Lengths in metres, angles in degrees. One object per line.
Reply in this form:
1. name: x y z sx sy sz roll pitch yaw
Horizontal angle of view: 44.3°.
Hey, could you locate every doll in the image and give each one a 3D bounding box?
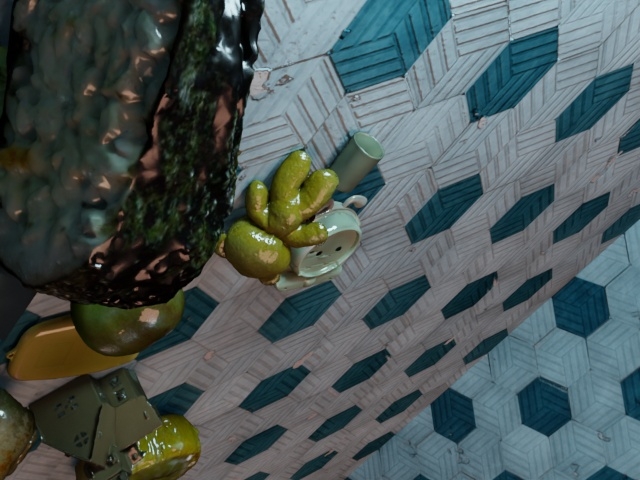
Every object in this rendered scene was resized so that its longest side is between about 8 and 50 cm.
1. doll: -0.059 -0.035 1.146 0.137 0.097 0.209 34 107 -21

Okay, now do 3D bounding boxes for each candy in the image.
1. candy: -0.368 0.448 1.592 0.260 0.118 0.260 -24 156 -11

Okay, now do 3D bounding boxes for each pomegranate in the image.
1. pomegranate: -0.275 0.068 1.040 0.152 0.131 0.191 -33 132 11

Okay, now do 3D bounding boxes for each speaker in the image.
1. speaker: -0.413 0.043 0.884 0.082 0.044 0.218 -57 156 -11

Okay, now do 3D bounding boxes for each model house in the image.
1. model house: -0.336 0.355 1.307 0.176 0.248 0.181 -31 155 -7

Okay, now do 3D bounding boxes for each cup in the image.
1. cup: 0.050 -0.121 1.172 0.054 0.075 0.083 27 128 -19

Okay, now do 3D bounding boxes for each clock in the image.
1. clock: 0.000 0.000 1.294 0.151 0.062 0.191 -10 145 -39

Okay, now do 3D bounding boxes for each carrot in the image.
1. carrot: -0.530 0.338 1.091 0.302 0.138 0.139 -52 166 -34

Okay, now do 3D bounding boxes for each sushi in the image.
1. sushi: -0.161 -0.115 0.677 0.171 0.211 0.350 4 100 -60

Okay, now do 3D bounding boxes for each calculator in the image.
1. calculator: -0.358 0.159 1.190 0.236 0.033 0.157 -5 143 -42

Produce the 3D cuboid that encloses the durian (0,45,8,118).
1. durian: -0.316 -0.098 0.761 0.394 0.163 0.198 -11 107 -47
